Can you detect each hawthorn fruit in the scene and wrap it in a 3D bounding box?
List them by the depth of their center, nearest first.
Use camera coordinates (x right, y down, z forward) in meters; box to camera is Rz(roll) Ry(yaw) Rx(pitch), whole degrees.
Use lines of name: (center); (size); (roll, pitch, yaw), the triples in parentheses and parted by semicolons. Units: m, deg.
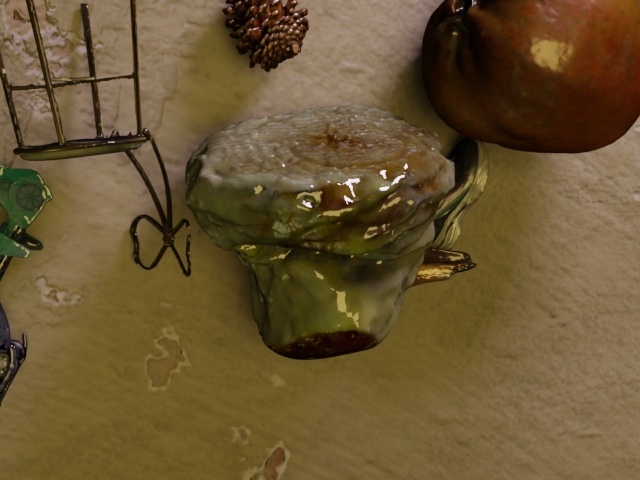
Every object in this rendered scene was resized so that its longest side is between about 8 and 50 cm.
hawthorn fruit: (0.285, -0.228, 1.460); (0.300, 0.268, 0.268); (18, 92, -25)

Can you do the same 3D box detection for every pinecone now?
pinecone: (-0.065, -0.263, 1.427); (0.102, 0.102, 0.109); (-32, 97, -12)

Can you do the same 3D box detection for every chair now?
chair: (-0.256, -0.109, 1.334); (0.170, 0.159, 0.326); (-13, 99, -35)

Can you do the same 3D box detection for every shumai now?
shumai: (0.000, 0.000, 1.414); (0.309, 0.304, 0.263); (4, 112, 8)

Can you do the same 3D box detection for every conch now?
conch: (0.072, 0.046, 1.522); (0.232, 0.086, 0.080); (-7, 134, -16)

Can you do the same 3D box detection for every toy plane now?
toy plane: (-0.405, 0.094, 1.365); (0.155, 0.106, 0.382); (28, 93, -8)

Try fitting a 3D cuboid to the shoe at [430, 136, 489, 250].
shoe: (0.147, -0.066, 1.542); (0.099, 0.071, 0.169); (22, 94, -17)
